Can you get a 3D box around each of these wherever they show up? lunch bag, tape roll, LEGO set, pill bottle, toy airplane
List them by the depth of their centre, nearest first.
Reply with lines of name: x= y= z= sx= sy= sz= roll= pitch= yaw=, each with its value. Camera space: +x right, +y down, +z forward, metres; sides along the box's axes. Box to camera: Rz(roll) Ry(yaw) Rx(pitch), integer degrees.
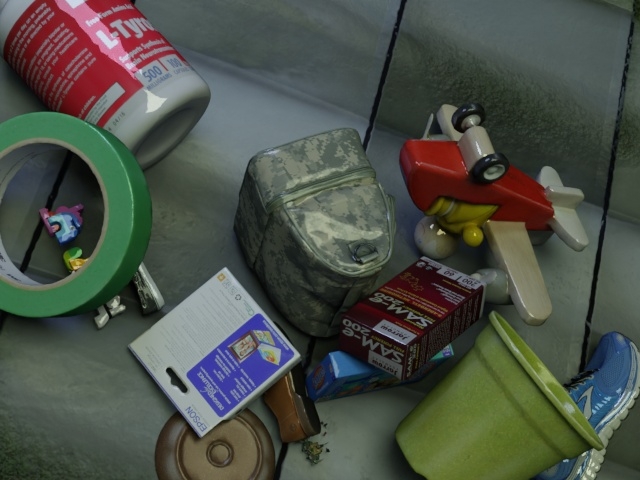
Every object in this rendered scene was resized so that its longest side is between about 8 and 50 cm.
tape roll: x=-0.426 y=-0.038 z=1.738 sx=0.321 sy=0.077 sz=0.321 roll=-1 pitch=87 yaw=14
LEGO set: x=-0.372 y=0.019 z=1.815 sx=0.093 sy=0.087 sz=0.227 roll=-25 pitch=78 yaw=-19
lunch bag: x=0.000 y=0.000 z=1.824 sx=0.212 sy=0.305 sz=0.256 roll=-16 pitch=69 yaw=-20
LEGO set: x=-0.010 y=0.338 z=1.833 sx=0.054 sy=0.023 sz=0.083 roll=34 pitch=49 yaw=-3
pill bottle: x=-0.398 y=-0.322 z=1.877 sx=0.408 sy=0.229 sz=0.229 roll=47 pitch=63 yaw=6
toy airplane: x=0.293 y=-0.056 z=1.986 sx=0.384 sy=0.272 sz=0.386 roll=49 pitch=26 yaw=-4

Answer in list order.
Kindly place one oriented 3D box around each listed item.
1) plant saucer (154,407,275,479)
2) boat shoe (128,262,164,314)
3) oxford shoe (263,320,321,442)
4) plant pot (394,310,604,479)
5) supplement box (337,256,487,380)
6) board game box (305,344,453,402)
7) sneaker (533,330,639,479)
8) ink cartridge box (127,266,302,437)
plant saucer: x=-0.164 y=0.345 z=1.771 sx=0.198 sy=0.036 sz=0.199 roll=7 pitch=66 yaw=-15
boat shoe: x=-0.312 y=0.059 z=1.842 sx=0.040 sy=0.049 sz=0.142 roll=-29 pitch=81 yaw=-25
oxford shoe: x=-0.066 y=0.234 z=1.834 sx=0.076 sy=0.076 sz=0.212 roll=-26 pitch=60 yaw=16
plant pot: x=0.270 y=0.300 z=1.785 sx=0.254 sy=0.276 sz=0.276 roll=-41 pitch=82 yaw=9
supplement box: x=0.150 y=0.121 z=1.777 sx=0.130 sy=0.073 sz=0.239 roll=23 pitch=36 yaw=30
board game box: x=0.095 y=0.212 z=1.837 sx=0.210 sy=0.160 sz=0.047 roll=-8 pitch=69 yaw=-20
sneaker: x=0.451 y=0.284 z=1.932 sx=0.147 sy=0.130 sz=0.330 roll=35 pitch=62 yaw=-3
ink cartridge box: x=-0.172 y=0.182 z=1.799 sx=0.208 sy=0.045 sz=0.206 roll=-39 pitch=70 yaw=-8
